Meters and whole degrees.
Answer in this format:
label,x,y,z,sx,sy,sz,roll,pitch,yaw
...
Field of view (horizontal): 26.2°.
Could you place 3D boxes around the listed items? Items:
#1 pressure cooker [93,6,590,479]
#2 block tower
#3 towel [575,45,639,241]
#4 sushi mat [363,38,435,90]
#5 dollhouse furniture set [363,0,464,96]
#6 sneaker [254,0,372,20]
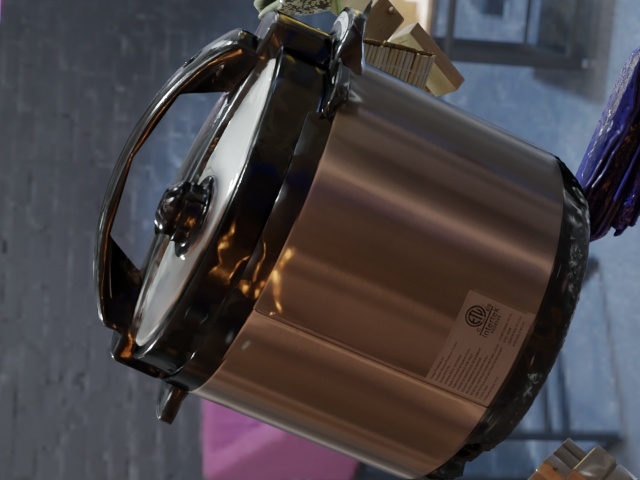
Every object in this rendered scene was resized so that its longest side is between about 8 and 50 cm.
label,x,y,z,sx,sy,sz,roll,pitch,yaw
pressure cooker,0.002,0.000,1.334,0.375,0.421,0.369,-45,25,57
block tower,0.216,0.367,1.562,0.335,0.091,0.097,-55,-18,25
towel,0.350,-0.113,1.540,0.308,0.076,0.227,-36,-31,-78
sushi mat,0.037,-0.105,1.746,0.019,0.152,0.316,-120,40,-55
dollhouse furniture set,0.146,-0.300,2.075,0.151,0.144,0.123,-14,33,55
sneaker,-0.060,-0.413,1.710,0.410,0.182,0.158,67,-178,-46
